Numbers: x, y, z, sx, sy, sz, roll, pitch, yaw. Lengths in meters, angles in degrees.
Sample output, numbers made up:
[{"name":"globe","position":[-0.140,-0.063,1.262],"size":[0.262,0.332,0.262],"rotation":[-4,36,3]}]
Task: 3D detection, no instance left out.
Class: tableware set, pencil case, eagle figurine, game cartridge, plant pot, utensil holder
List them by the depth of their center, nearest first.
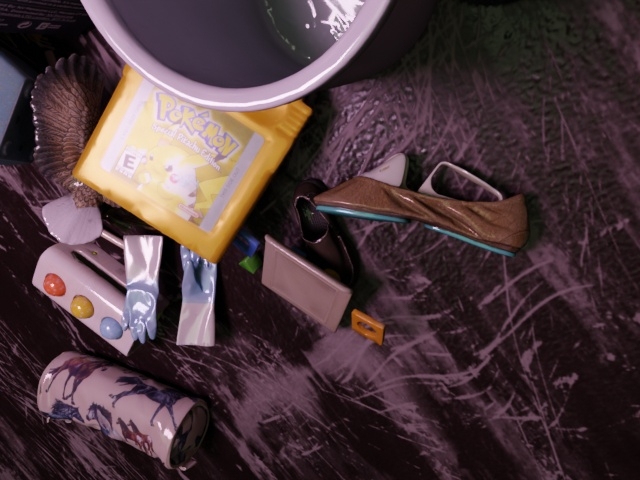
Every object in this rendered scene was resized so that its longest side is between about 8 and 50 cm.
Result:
[{"name":"utensil holder","position":[-0.025,-0.332,0.523],"size":[0.328,0.385,0.327],"rotation":[7,112,17]},{"name":"game cartridge","position":[-0.206,-0.165,0.730],"size":[0.285,0.052,0.323],"rotation":[33,105,-5]},{"name":"plant pot","position":[-0.620,-0.249,0.765],"size":[0.253,0.247,0.247],"rotation":[21,92,-12]},{"name":"eagle figurine","position":[-0.405,-0.157,0.842],"size":[0.225,0.226,0.298],"rotation":[47,125,20]},{"name":"tableware set","position":[-0.599,-0.413,0.862],"size":[0.154,0.024,0.104],"rotation":[21,159,12]},{"name":"pencil case","position":[-0.479,0.417,1.107],"size":[0.411,0.160,0.183],"rotation":[16,107,13]}]

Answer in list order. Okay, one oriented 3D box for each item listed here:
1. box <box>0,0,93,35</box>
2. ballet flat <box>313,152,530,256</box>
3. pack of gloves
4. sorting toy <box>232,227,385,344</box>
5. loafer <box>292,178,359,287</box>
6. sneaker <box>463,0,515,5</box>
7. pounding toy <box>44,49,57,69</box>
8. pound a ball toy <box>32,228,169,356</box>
[{"name":"box","position":[-0.410,-0.620,0.594],"size":[0.472,0.297,0.479],"rotation":[-20,102,27]},{"name":"ballet flat","position":[0.164,-0.070,0.726],"size":[0.343,0.116,0.124],"rotation":[14,94,14]},{"name":"pack of gloves","position":[-0.317,0.107,0.931],"size":[0.195,0.046,0.231],"rotation":[2,92,-4]},{"name":"sorting toy","position":[-0.024,0.077,0.836],"size":[0.348,0.047,0.196],"rotation":[33,150,13]},{"name":"loafer","position":[0.000,0.000,0.818],"size":[0.080,0.078,0.219],"rotation":[-21,102,25]},{"name":"sneaker","position":[0.272,-0.372,0.592],"size":[0.210,0.069,0.082],"rotation":[4,81,26]},{"name":"pounding toy","position":[-0.609,-0.259,0.935],"size":[0.237,0.110,0.182],"rotation":[-22,94,-3]},{"name":"pound a ball toy","position":[-0.501,0.086,0.999],"size":[0.319,0.135,0.208],"rotation":[36,118,2]}]
